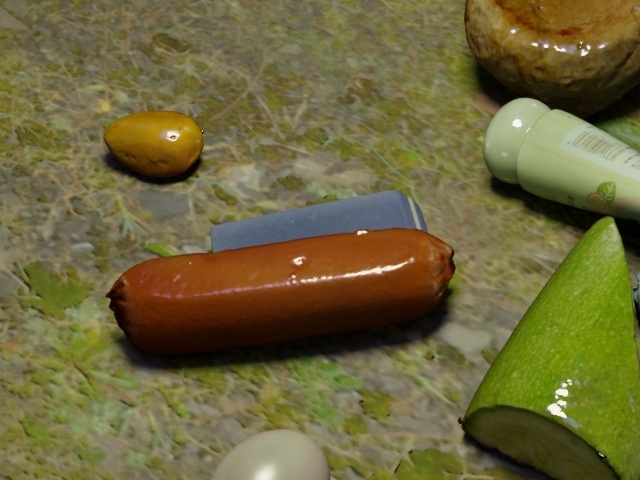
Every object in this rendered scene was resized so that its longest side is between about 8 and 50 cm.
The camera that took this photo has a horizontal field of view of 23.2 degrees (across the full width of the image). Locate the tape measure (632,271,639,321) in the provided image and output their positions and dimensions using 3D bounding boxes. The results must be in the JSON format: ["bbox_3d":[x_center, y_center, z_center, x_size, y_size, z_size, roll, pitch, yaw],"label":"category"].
[{"bbox_3d":[0.351,0.056,1.497,0.094,0.054,0.091,-23,41,-15],"label":"tape measure"}]

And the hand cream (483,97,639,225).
[{"bbox_3d":[0.308,-0.060,1.580,0.306,0.147,0.093,25,96,33],"label":"hand cream"}]

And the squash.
[{"bbox_3d":[0.272,0.090,1.444,0.203,0.111,0.289,25,54,27],"label":"squash"}]

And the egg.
[{"bbox_3d":[-0.046,0.225,1.371,0.103,0.103,0.135,18,49,24],"label":"egg"}]

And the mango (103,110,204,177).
[{"bbox_3d":[-0.186,-0.111,1.742,0.114,0.060,0.080,-1,44,14],"label":"mango"}]

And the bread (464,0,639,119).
[{"bbox_3d":[0.274,-0.234,1.740,0.230,0.123,0.230,-1,48,1],"label":"bread"}]

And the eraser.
[{"bbox_3d":[0.000,0.000,1.621,0.225,0.036,0.082,-12,46,-2],"label":"eraser"}]

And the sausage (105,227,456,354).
[{"bbox_3d":[-0.038,0.053,1.537,0.348,0.097,0.094,-9,39,2],"label":"sausage"}]
